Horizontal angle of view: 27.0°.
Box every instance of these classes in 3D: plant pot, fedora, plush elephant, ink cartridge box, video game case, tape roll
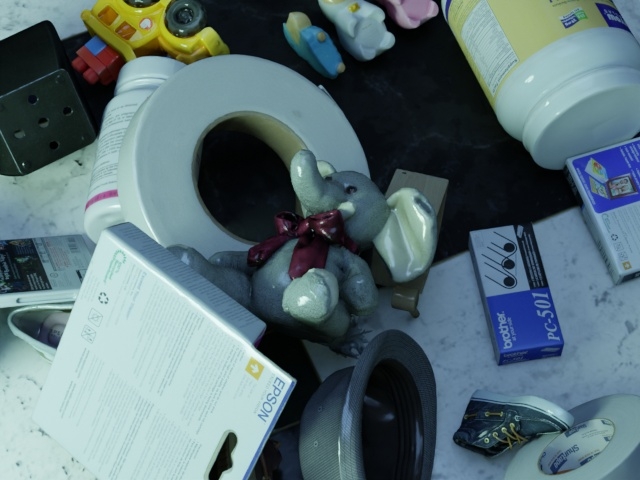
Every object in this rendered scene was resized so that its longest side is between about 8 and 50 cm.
[{"bbox_3d":[-0.440,-0.202,2.028,0.187,0.188,0.167,-28,28,-14],"label":"plant pot"},{"bbox_3d":[0.054,0.262,1.796,0.124,0.243,0.275,-7,66,31],"label":"fedora"},{"bbox_3d":[0.000,0.000,1.791,0.272,0.330,0.255,8,76,37],"label":"plush elephant"},{"bbox_3d":[0.504,-0.058,2.031,0.208,0.045,0.206,-17,68,-8],"label":"ink cartridge box"},{"bbox_3d":[-0.415,0.043,1.939,0.173,0.022,0.190,-4,26,-20],"label":"video game case"},{"bbox_3d":[0.352,0.296,1.744,0.219,0.219,0.072,-39,103,-19],"label":"tape roll"},{"bbox_3d":[-0.197,0.197,1.708,0.330,0.324,0.071,36,28,19],"label":"ink cartridge box"},{"bbox_3d":[-0.105,-0.083,1.948,0.392,0.072,0.392,10,69,-27],"label":"tape roll"},{"bbox_3d":[0.287,0.077,1.969,0.097,0.046,0.207,-9,60,-3],"label":"ink cartridge box"}]

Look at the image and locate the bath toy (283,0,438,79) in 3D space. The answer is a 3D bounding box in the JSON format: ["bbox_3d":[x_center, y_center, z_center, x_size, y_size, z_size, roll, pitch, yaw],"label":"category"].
[{"bbox_3d":[0.113,-0.402,2.211,0.348,0.129,0.151,-30,108,-13],"label":"bath toy"}]

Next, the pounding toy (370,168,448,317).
[{"bbox_3d":[0.112,0.027,1.937,0.094,0.181,0.206,13,34,9],"label":"pounding toy"}]

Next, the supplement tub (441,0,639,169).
[{"bbox_3d":[0.353,-0.301,2.073,0.241,0.241,0.331,-18,61,-9],"label":"supplement tub"}]

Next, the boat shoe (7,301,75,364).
[{"bbox_3d":[-0.292,0.141,1.848,0.320,0.103,0.118,9,74,34],"label":"boat shoe"}]

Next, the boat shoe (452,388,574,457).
[{"bbox_3d":[0.262,0.258,1.817,0.183,0.065,0.083,0,54,54],"label":"boat shoe"}]

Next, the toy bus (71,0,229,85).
[{"bbox_3d":[-0.286,-0.313,2.158,0.220,0.149,0.211,40,79,19],"label":"toy bus"}]

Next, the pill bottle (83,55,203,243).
[{"bbox_3d":[-0.262,-0.129,2.033,0.160,0.160,0.283,3,60,3],"label":"pill bottle"}]

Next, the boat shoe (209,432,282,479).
[{"bbox_3d":[-0.117,0.302,1.805,0.123,0.123,0.342,-30,63,31],"label":"boat shoe"}]
